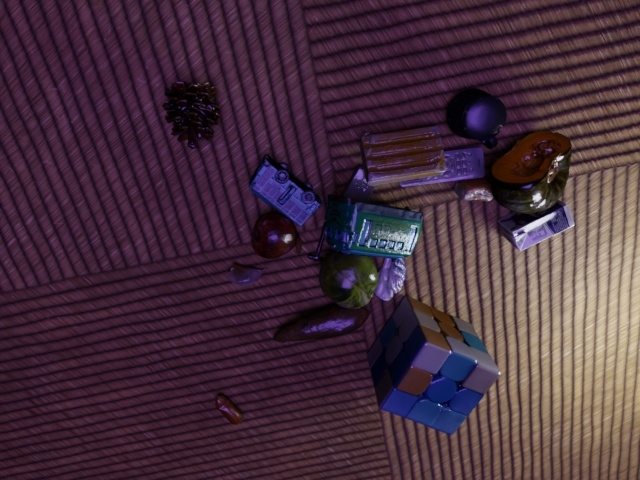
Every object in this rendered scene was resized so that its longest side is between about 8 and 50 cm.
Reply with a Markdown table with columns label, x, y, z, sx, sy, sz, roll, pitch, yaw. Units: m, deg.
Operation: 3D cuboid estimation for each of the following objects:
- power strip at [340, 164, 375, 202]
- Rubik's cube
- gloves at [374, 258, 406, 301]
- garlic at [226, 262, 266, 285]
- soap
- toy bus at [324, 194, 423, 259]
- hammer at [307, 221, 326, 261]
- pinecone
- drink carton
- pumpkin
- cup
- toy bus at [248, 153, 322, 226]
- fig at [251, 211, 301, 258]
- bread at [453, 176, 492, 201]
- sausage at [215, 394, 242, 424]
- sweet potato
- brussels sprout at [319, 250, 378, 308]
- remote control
| label | x | y | z | sx | sy | sz | roll | pitch | yaw |
| --- | --- | --- | --- | --- | --- | --- | --- | --- | --- |
| power strip | 0.112 | -0.138 | 1.749 | 0.093 | 0.053 | 0.288 | 24 | 108 | -13 |
| Rubik's cube | 0.427 | 0.488 | 1.870 | 0.345 | 0.347 | 0.346 | 24 | 108 | -12 |
| gloves | 0.280 | 0.133 | 1.851 | 0.119 | 0.097 | 0.229 | 36 | 123 | 30 |
| garlic | -0.292 | 0.140 | 1.827 | 0.152 | 0.066 | 0.084 | 13 | 109 | -7 |
| soap | 0.286 | -0.297 | 1.641 | 0.274 | 0.089 | 0.173 | -8 | 81 | -3 |
| toy bus | 0.178 | -0.043 | 1.654 | 0.344 | 0.184 | 0.199 | 7 | 96 | -32 |
| hammer | 0.000 | 0.000 | 1.814 | 0.065 | 0.021 | 0.178 | 14 | 110 | -8 |
| pinecone | -0.417 | -0.410 | 1.541 | 0.186 | 0.168 | 0.212 | -9 | 100 | 15 |
| drink carton | 0.811 | -0.066 | 1.780 | 0.222 | 0.134 | 0.101 | -28 | 114 | 8 |
| pumpkin | 0.729 | -0.217 | 1.671 | 0.325 | 0.242 | 0.232 | -38 | 136 | -18 |
| cup | 0.545 | -0.405 | 1.602 | 0.169 | 0.176 | 0.223 | -36 | 109 | 7 |
| toy bus | -0.131 | -0.179 | 1.675 | 0.256 | 0.128 | 0.147 | 37 | 104 | -18 |
| fig | -0.144 | -0.019 | 1.737 | 0.207 | 0.175 | 0.175 | 0 | 114 | -29 |
| bread | 0.569 | -0.193 | 1.727 | 0.125 | 0.106 | 0.082 | 0 | 113 | -6 |
| sausage | -0.407 | 0.750 | 2.079 | 0.062 | 0.054 | 0.183 | -45 | 109 | -20 |
| sweet potato | 0.000 | 0.343 | 1.901 | 0.423 | 0.130 | 0.130 | -17 | 112 | 4 |
| brussels sprout | 0.110 | 0.151 | 1.785 | 0.220 | 0.210 | 0.271 | -28 | 126 | 0 |
| remote control | 0.439 | -0.267 | 1.717 | 0.313 | 0.055 | 0.109 | -6 | 94 | 2 |
